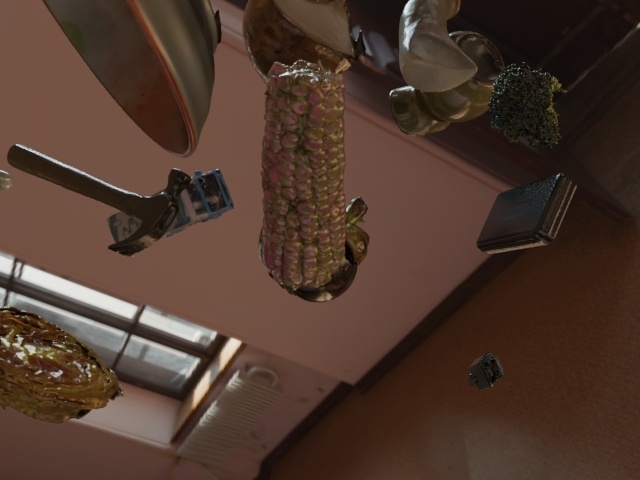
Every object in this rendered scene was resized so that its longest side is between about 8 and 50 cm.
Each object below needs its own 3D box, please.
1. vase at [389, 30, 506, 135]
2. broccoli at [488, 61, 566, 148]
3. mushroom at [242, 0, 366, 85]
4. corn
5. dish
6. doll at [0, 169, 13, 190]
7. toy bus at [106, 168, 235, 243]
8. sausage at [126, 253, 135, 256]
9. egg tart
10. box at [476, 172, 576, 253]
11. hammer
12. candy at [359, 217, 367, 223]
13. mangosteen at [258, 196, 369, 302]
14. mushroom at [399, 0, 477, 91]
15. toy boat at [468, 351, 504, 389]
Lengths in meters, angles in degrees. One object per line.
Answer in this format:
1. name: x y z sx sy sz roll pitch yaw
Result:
1. vase: 0.408 -0.443 1.612 0.302 0.329 0.241 -37 61 60
2. broccoli: 0.419 -0.267 1.103 0.167 0.160 0.155 33 118 31
3. mushroom: -0.119 -0.558 1.582 0.397 0.313 0.225 -20 70 50
4. corn: -0.026 -0.076 0.734 0.127 0.126 0.335 -87 -3 -51
5. dish: -0.156 -0.200 0.455 0.085 0.260 0.260 -40 9 -18
6. doll: -0.390 -0.071 0.551 0.113 0.135 0.072 -36 -24 -25
7. toy bus: -0.333 -0.062 1.207 0.297 0.106 0.131 -17 6 39
8. sausage: -0.462 0.012 1.335 0.059 0.054 0.094 -31 6 -27
9. egg tart: -0.489 0.228 0.949 0.132 0.297 0.297 -58 16 -1
10. box: 0.436 -0.051 1.187 0.160 0.050 0.230 -61 10 -14
11. hammer: -0.428 -0.104 0.998 0.168 0.439 0.044 -62 -29 -11
12. candy: 0.096 -0.064 1.517 0.030 0.083 0.020 10 79 42
13. mangosteen: 0.000 0.000 0.982 0.217 0.192 0.192 -46 17 -3
14. mushroom: 0.284 -0.540 1.413 0.126 0.177 0.397 96 178 -53
15. toy boat: 0.338 0.255 1.100 0.060 0.055 0.141 -30 -12 26
